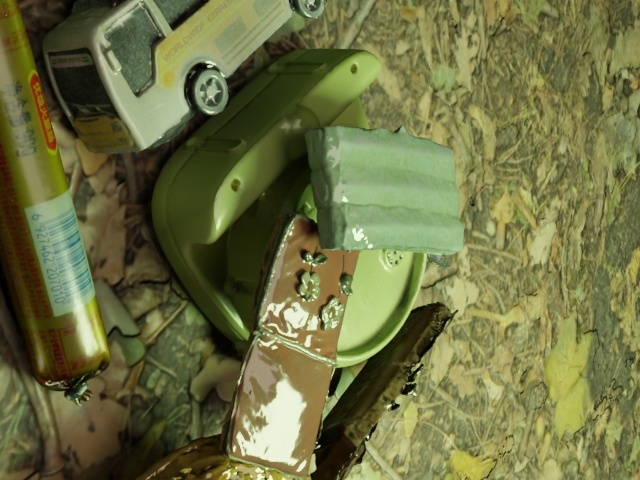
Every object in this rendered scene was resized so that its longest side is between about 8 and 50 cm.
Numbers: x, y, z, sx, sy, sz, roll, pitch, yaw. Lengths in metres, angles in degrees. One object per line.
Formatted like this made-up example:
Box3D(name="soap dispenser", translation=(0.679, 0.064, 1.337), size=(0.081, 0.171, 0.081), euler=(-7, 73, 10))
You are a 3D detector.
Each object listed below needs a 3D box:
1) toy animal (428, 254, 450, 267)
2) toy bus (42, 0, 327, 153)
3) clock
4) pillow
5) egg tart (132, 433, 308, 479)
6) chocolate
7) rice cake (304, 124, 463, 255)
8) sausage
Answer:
Box3D(name="toy animal", translation=(0.147, 0.001, 1.293), size=(0.050, 0.028, 0.084), euler=(-30, 117, -51))
Box3D(name="toy bus", translation=(-0.100, -0.219, 0.934), size=(0.342, 0.097, 0.138), euler=(-48, 126, -32))
Box3D(name="clock", translation=(0.000, 0.000, 1.065), size=(0.286, 0.117, 0.348), euler=(-49, 129, -31))
Box3D(name="pillow", translation=(-0.025, 0.097, 0.933), size=(0.126, 0.043, 0.232), euler=(24, 76, -46))
Box3D(name="egg tart", translation=(-0.124, 0.314, 0.983), size=(0.297, 0.132, 0.297), euler=(-13, 113, -33))
Box3D(name="chocolate", translation=(0.067, 0.161, 1.128), size=(0.102, 0.065, 0.329), euler=(-53, 176, 32))
Box3D(name="rice cake", translation=(0.069, -0.047, 0.995), size=(0.237, 0.043, 0.127), euler=(-1, 84, -55))
Box3D(name="sausage", translation=(-0.236, -0.028, 0.829), size=(0.082, 0.082, 0.372), euler=(-30, 118, -41))
